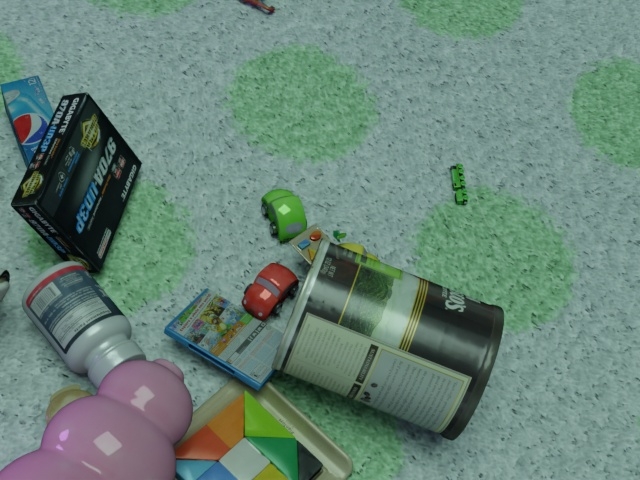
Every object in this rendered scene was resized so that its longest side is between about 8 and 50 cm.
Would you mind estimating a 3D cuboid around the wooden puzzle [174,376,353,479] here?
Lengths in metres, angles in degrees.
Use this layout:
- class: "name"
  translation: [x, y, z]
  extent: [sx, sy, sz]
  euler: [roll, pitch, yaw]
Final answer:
- class: "wooden puzzle"
  translation: [-0.107, 0.314, 1.347]
  extent: [0.221, 0.044, 0.238]
  euler: [40, 61, 17]

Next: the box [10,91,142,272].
- class: "box"
  translation: [-0.366, -0.088, 1.492]
  extent: [0.051, 0.175, 0.220]
  euler: [-4, 52, 24]

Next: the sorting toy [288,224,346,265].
- class: "sorting toy"
  translation: [0.000, 0.000, 1.516]
  extent: [0.083, 0.012, 0.062]
  euler: [-35, 67, -29]

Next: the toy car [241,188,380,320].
- class: "toy car"
  translation: [-0.036, -0.001, 1.551]
  extent: [0.239, 0.053, 0.225]
  euler: [-14, 59, -20]

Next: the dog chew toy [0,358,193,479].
- class: "dog chew toy"
  translation: [-0.278, 0.292, 1.234]
  extent: [0.206, 0.206, 0.332]
  euler: [28, 61, 10]

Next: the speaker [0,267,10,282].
- class: "speaker"
  translation: [-0.536, 0.050, 1.450]
  extent: [0.136, 0.055, 0.055]
  euler: [17, 56, 3]

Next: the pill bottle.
- class: "pill bottle"
  translation: [-0.334, 0.127, 1.398]
  extent: [0.108, 0.108, 0.180]
  euler: [-34, 68, -26]

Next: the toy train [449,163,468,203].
- class: "toy train"
  translation: [0.238, -0.098, 1.681]
  extent: [0.023, 0.017, 0.083]
  euler: [-5, 58, 1]

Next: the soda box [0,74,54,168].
- class: "soda box"
  translation: [-0.458, -0.166, 1.591]
  extent: [0.067, 0.071, 0.210]
  euler: [-19, 62, -19]

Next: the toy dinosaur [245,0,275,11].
- class: "toy dinosaur"
  translation: [-0.126, -0.458, 1.861]
  extent: [0.090, 0.047, 0.082]
  euler: [-34, 73, 10]

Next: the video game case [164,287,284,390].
- class: "video game case"
  translation: [-0.131, 0.144, 1.448]
  extent: [0.166, 0.015, 0.119]
  euler: [30, 38, 11]

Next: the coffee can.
- class: "coffee can"
  translation: [0.093, 0.139, 1.382]
  extent: [0.275, 0.201, 0.201]
  euler: [21, 57, 0]

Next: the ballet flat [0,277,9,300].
- class: "ballet flat"
  translation: [-0.624, 0.142, 1.349]
  extent: [0.400, 0.139, 0.139]
  euler: [-11, 59, -10]

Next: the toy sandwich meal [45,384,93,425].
- class: "toy sandwich meal"
  translation: [-0.346, 0.245, 1.368]
  extent: [0.085, 0.029, 0.086]
  euler: [5, 60, -9]
